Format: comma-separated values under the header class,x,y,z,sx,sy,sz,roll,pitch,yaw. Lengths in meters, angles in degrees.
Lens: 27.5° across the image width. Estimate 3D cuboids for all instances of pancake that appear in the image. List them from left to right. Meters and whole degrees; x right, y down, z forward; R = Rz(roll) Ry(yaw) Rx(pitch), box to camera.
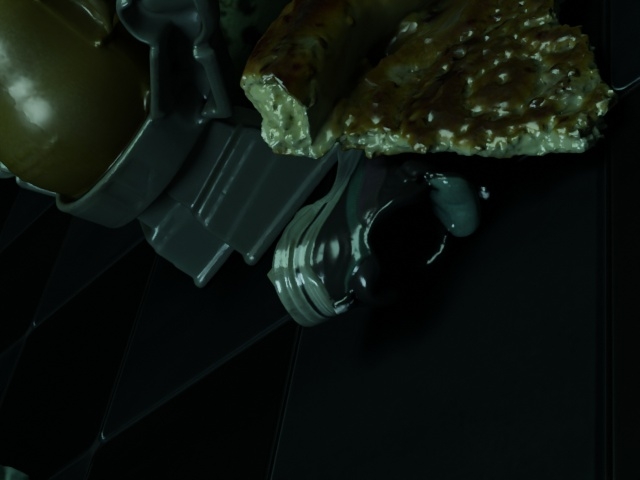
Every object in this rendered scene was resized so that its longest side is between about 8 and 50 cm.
class,x,y,z,sx,sy,sz,roll,pitch,yaw
pancake,0.087,-0.124,0.739,0.266,0.057,0.244,-36,40,-16

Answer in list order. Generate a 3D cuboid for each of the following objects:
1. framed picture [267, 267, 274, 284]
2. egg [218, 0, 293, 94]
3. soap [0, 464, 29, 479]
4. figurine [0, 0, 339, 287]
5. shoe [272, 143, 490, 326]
class,x,y,z,sx,sy,sz,roll,pitch,yaw
framed picture,0.000,0.000,0.865,0.089,0.006,0.066,-52,23,5
egg,-0.075,-0.229,1.113,0.177,0.177,0.228,-16,59,56
soap,-0.288,0.232,0.964,0.066,0.119,0.198,-48,24,22
figurine,-0.152,-0.099,0.941,0.342,0.285,0.167,-41,28,33
shoe,0.050,-0.020,0.731,0.099,0.071,0.169,1,48,45
